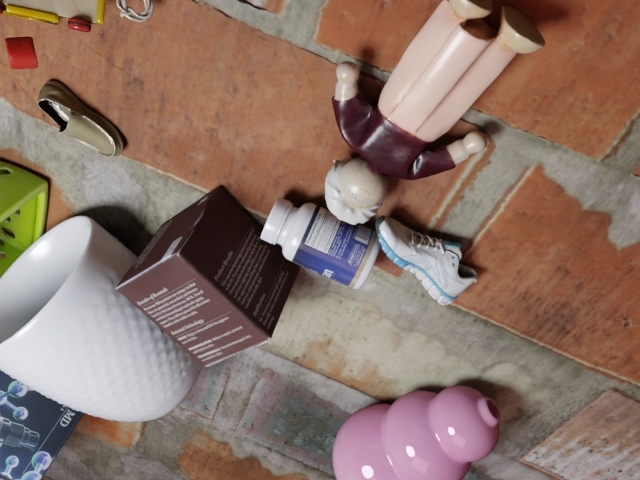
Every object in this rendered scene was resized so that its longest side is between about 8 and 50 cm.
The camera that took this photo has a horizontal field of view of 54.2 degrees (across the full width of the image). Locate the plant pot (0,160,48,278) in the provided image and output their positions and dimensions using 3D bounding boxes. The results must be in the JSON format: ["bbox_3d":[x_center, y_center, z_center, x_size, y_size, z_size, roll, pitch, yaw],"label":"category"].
[{"bbox_3d":[-0.631,-0.023,1.067,0.207,0.228,0.227,32,133,-1],"label":"plant pot"}]

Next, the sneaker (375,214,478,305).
[{"bbox_3d":[0.162,0.015,0.928,0.190,0.071,0.083,38,125,-25],"label":"sneaker"}]

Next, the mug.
[{"bbox_3d":[-0.412,0.166,1.132,0.374,0.276,0.328,-4,139,43],"label":"mug"}]

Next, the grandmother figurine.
[{"bbox_3d":[0.104,-0.149,0.780,0.208,0.104,0.342,35,130,0],"label":"grandmother figurine"}]

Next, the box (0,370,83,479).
[{"bbox_3d":[-0.744,0.349,1.372,0.395,0.293,0.212,38,131,-14],"label":"box"}]

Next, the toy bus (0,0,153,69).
[{"bbox_3d":[-0.349,-0.322,0.783,0.202,0.191,0.104,56,168,-26],"label":"toy bus"}]

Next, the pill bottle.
[{"bbox_3d":[0.000,0.000,0.944,0.169,0.094,0.094,24,133,-1],"label":"pill bottle"}]

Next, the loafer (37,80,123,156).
[{"bbox_3d":[-0.370,-0.176,0.953,0.148,0.050,0.056,40,131,-16],"label":"loafer"}]

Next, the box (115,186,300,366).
[{"bbox_3d":[-0.174,0.062,1.008,0.167,0.168,0.203,-27,116,36],"label":"box"}]

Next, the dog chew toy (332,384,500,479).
[{"bbox_3d":[0.179,0.370,1.140,0.206,0.207,0.332,42,122,-17],"label":"dog chew toy"}]
